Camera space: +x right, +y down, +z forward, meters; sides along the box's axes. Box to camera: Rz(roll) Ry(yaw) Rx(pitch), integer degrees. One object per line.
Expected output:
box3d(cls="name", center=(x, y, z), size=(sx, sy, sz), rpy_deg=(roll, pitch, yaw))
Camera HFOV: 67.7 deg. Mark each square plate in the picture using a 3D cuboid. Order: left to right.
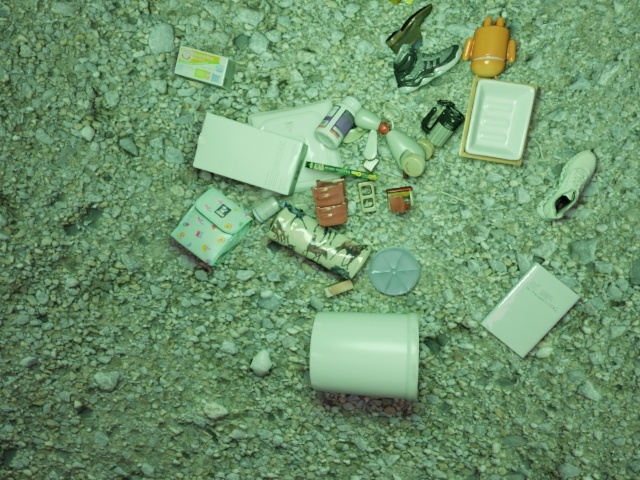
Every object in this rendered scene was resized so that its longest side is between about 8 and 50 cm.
box3d(cls="square plate", center=(-0.100, -0.364, 1.907), size=(0.348, 0.049, 0.343), rpy_deg=(-9, 95, 8))

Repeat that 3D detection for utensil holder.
box3d(cls="utensil holder", center=(0.173, 0.428, 1.821), size=(0.386, 0.327, 0.327), rpy_deg=(2, 96, 9))

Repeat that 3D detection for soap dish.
box3d(cls="soap dish", center=(0.648, -0.438, 1.765), size=(0.229, 0.118, 0.290), rpy_deg=(10, 98, 5))

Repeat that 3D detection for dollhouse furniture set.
box3d(cls="dollhouse furniture set", center=(0.166, -0.170, 1.796), size=(0.375, 0.201, 0.152), rpy_deg=(-8, 104, 5))

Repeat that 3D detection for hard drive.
box3d(cls="hard drive", center=(0.814, 0.272, 1.861), size=(0.210, 0.040, 0.318), rpy_deg=(39, 99, 2))

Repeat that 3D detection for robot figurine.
box3d(cls="robot figurine", center=(0.615, -0.693, 1.741), size=(0.158, 0.128, 0.219), rpy_deg=(1, 97, -29))

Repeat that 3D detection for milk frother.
box3d(cls="milk frother", center=(0.461, -0.451, 1.808), size=(0.129, 0.143, 0.134), rpy_deg=(39, 128, 5))

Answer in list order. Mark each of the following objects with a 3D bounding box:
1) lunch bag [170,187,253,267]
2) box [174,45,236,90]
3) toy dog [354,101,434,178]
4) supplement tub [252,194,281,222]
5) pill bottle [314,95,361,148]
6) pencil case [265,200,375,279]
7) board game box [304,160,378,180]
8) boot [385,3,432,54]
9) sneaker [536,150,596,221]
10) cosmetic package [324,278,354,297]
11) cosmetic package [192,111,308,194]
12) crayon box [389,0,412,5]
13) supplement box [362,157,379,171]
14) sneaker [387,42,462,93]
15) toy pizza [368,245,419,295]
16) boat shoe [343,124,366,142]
box3d(cls="lunch bag", center=(-0.431, -0.055, 1.931), size=(0.223, 0.160, 0.262), rpy_deg=(37, 88, 5))
box3d(cls="box", center=(-0.456, -0.681, 1.891), size=(0.203, 0.103, 0.114), rpy_deg=(16, 98, 5))
box3d(cls="toy dog", center=(0.268, -0.350, 1.801), size=(0.333, 0.220, 0.161), rpy_deg=(52, 142, 18))
box3d(cls="supplement tub", center=(-0.215, -0.127, 1.936), size=(0.107, 0.071, 0.071), rpy_deg=(-33, 91, 10))
box3d(cls="pill bottle", center=(0.072, -0.454, 1.825), size=(0.108, 0.108, 0.193), rpy_deg=(35, 76, 3))
box3d(cls="pencil case", center=(0.000, 0.000, 1.876), size=(0.411, 0.160, 0.183), rpy_deg=(28, 73, 3))
box3d(cls="board game box", center=(0.077, -0.266, 1.815), size=(0.260, 0.136, 0.030), rpy_deg=(9, 102, -11))
box3d(cls="boot", center=(0.356, -0.784, 1.804), size=(0.219, 0.082, 0.106), rpy_deg=(-42, 111, 5))
box3d(cls="sneaker", center=(0.927, -0.197, 1.760), size=(0.110, 0.118, 0.292), rpy_deg=(31, 98, 5))
box3d(cls="cosmetic package", center=(0.077, 0.189, 1.938), size=(0.115, 0.060, 0.041), rpy_deg=(-21, 93, 8))
box3d(cls="cosmetic package", center=(-0.265, -0.326, 1.825), size=(0.385, 0.156, 0.217), rpy_deg=(19, 98, 4))
box3d(cls="crayon box", center=(0.249, -1.028, 1.774), size=(0.319, 0.081, 0.202), rpy_deg=(33, 99, 4))
box3d(cls="supplement box", center=(0.197, -0.298, 1.857), size=(0.043, 0.083, 0.055), rpy_deg=(36, 99, 2))
box3d(cls="sneaker", center=(0.382, -0.673, 1.759), size=(0.269, 0.101, 0.153), rpy_deg=(-31, 121, 13))
box3d(cls="toy pizza", center=(0.295, 0.121, 1.917), size=(0.202, 0.032, 0.201), rpy_deg=(1, 97, 7))
box3d(cls="boat shoe", center=(0.143, -0.429, 1.874), size=(0.133, 0.042, 0.049), rpy_deg=(-34, 111, 9))
